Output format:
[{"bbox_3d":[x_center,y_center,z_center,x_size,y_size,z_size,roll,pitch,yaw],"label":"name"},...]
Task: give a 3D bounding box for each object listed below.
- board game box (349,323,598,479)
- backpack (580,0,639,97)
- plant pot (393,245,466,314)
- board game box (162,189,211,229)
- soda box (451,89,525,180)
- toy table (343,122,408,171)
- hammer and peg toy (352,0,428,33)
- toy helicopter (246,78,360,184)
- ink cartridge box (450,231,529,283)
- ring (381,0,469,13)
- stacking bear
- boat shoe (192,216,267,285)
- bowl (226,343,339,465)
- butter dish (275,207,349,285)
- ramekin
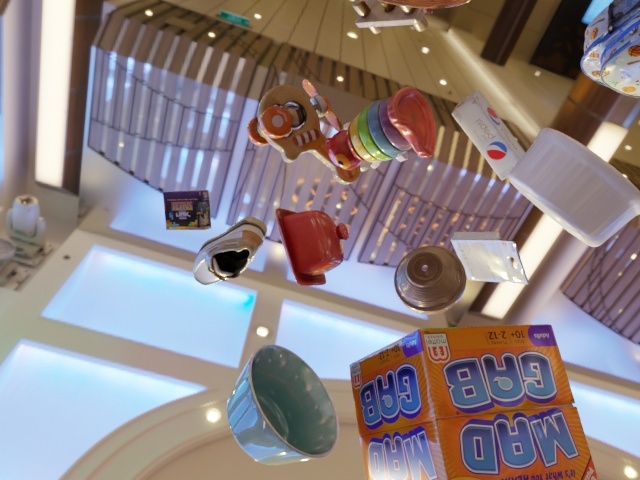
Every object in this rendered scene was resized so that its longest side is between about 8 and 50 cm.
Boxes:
[{"bbox_3d":[0.319,0.413,1.194,0.357,0.356,0.356,2,-114,-22],"label":"board game box"},{"bbox_3d":[0.748,-0.452,1.197,0.277,0.213,0.263,25,167,-10],"label":"backpack"},{"bbox_3d":[0.348,0.112,1.697,0.237,0.237,0.110,43,175,32],"label":"plant pot"},{"bbox_3d":[-0.480,-0.109,1.883,0.170,0.141,0.048,0,-170,21],"label":"board game box"},{"bbox_3d":[0.417,-0.259,1.286,0.216,0.069,0.074,50,-141,-10],"label":"soda box"},{"bbox_3d":[0.216,-0.395,2.038,0.274,0.161,0.252,53,-151,-34],"label":"toy table"},{"bbox_3d":[0.275,-0.788,1.542,0.266,0.361,0.127,23,171,47],"label":"hammer and peg toy"},{"bbox_3d":[-0.016,-0.301,1.485,0.355,0.235,0.140,39,162,-20],"label":"toy helicopter"},{"bbox_3d":[0.587,0.059,1.795,0.224,0.223,0.045,3,-132,39],"label":"ink cartridge box"},{"bbox_3d":[0.183,-0.583,1.168,0.337,0.032,0.336,5,-134,-5],"label":"ring"},{"bbox_3d":[0.138,-0.271,1.375,0.175,0.289,0.164,43,-131,-28],"label":"stacking bear"},{"bbox_3d":[-0.261,0.050,1.400,0.113,0.302,0.103,34,-138,-19],"label":"boat shoe"},{"bbox_3d":[-0.117,0.439,1.331,0.311,0.163,0.311,43,-160,-20],"label":"bowl"},{"bbox_3d":[0.000,0.000,1.034,0.160,0.118,0.159,10,-121,-68],"label":"butter dish"},{"bbox_3d":[0.555,-0.112,1.159,0.277,0.135,0.277,38,-166,-11],"label":"ramekin"}]
